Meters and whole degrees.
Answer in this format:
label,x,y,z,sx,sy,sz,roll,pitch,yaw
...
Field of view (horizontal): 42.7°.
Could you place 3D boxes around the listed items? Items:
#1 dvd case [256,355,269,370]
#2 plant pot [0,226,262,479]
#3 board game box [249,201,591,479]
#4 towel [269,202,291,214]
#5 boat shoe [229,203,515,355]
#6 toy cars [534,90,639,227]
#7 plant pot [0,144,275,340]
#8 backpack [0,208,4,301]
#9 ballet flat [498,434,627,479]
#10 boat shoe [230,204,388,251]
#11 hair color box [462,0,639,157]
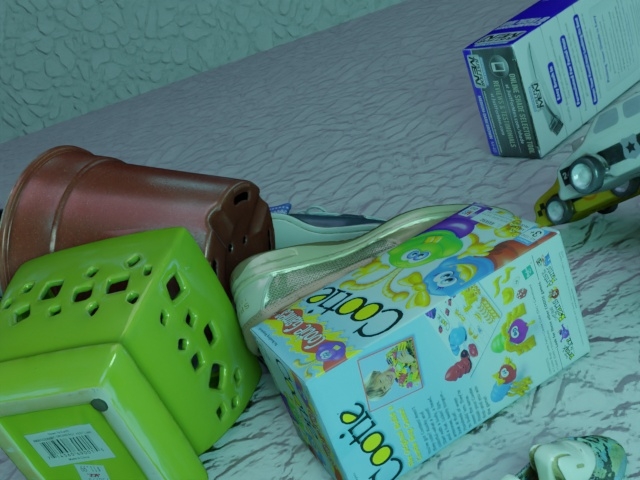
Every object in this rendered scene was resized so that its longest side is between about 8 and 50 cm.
label,x,y,z,sx,sy,sz,roll,pitch,yaw
dvd case,0.016,0.118,0.973,0.165,0.018,0.221,-29,25,-16
plant pot,-0.223,0.147,0.874,0.228,0.227,0.207,-12,32,21
board game box,0.097,0.097,0.796,0.275,0.144,0.142,-28,24,-16
towel,-0.205,0.038,1.300,0.243,0.040,0.336,-9,27,24
boat shoe,0.074,0.052,0.928,0.341,0.121,0.110,-15,55,-5
toy cars,0.313,-0.093,0.847,0.177,0.087,0.394,-19,-9,6
plant pot,-0.215,0.017,1.054,0.265,0.272,0.272,4,32,19
backpack,-0.463,0.035,1.311,0.254,0.191,0.225,-8,16,-27
ballet flat,0.167,0.196,0.630,0.188,0.070,0.070,-34,27,-26
boat shoe,0.000,0.000,1.127,0.255,0.095,0.079,-3,9,19
hair color box,0.391,-0.291,1.308,0.339,0.185,0.110,-36,27,-30
